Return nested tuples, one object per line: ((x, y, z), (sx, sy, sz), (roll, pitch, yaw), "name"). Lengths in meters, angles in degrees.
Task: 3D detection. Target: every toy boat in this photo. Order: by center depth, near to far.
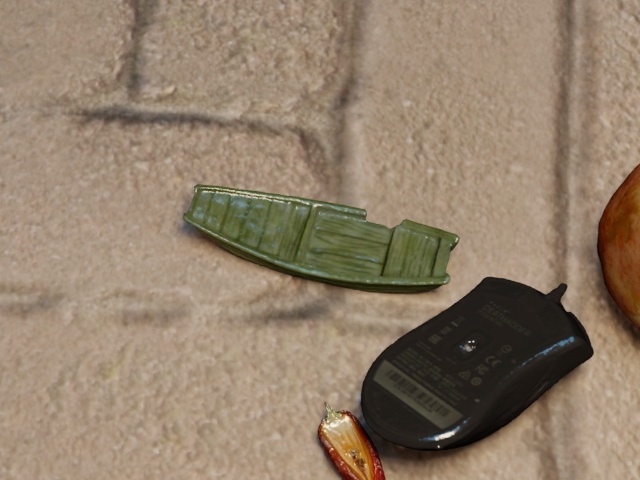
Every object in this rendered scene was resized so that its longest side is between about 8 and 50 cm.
((0.000, 0.000, 1.603), (0.293, 0.055, 0.093), (12, 60, 8), "toy boat")

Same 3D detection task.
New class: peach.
((0.407, -0.013, 1.510), (0.232, 0.232, 0.256), (18, 51, 12), "peach")

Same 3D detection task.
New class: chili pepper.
((0.046, 0.234, 1.472), (0.045, 0.027, 0.178), (-28, 61, -10), "chili pepper")

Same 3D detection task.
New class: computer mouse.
((0.157, 0.132, 1.500), (0.264, 0.088, 0.147), (-35, 47, -18), "computer mouse")
